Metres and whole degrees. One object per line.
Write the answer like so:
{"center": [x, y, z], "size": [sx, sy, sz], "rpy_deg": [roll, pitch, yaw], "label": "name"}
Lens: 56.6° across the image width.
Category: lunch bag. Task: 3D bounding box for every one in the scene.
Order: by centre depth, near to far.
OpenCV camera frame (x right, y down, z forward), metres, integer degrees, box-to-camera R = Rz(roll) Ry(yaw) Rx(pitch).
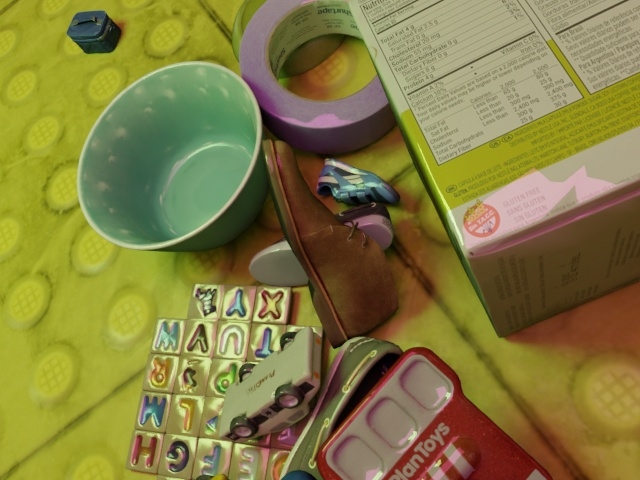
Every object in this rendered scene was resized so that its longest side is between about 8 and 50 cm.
{"center": [-0.465, -0.431, 1.220], "size": [0.098, 0.065, 0.067], "rpy_deg": [3, 71, 21], "label": "lunch bag"}

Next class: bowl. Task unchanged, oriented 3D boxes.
{"center": [-0.203, -0.107, 0.943], "size": [0.311, 0.163, 0.312], "rpy_deg": [-7, 68, 18], "label": "bowl"}

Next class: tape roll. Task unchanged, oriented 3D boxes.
{"center": [0.014, -0.280, 0.945], "size": [0.274, 0.090, 0.275], "rpy_deg": [-2, 72, 7], "label": "tape roll"}

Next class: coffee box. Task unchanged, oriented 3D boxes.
{"center": [0.275, -0.134, 0.682], "size": [0.337, 0.337, 0.335], "rpy_deg": [-25, 62, 10], "label": "coffee box"}

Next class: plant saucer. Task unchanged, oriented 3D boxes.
{"center": [-0.060, -0.407, 1.082], "size": [0.240, 0.037, 0.241], "rpy_deg": [-7, 67, 17], "label": "plant saucer"}

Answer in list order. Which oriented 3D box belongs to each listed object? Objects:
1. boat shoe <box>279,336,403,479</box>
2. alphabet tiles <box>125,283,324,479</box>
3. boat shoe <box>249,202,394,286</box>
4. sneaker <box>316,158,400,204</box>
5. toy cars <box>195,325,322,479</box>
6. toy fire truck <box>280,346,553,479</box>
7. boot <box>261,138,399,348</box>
{"center": [0.029, 0.266, 0.732], "size": [0.109, 0.091, 0.305], "rpy_deg": [25, 74, -17], "label": "boat shoe"}
{"center": [-0.142, 0.231, 0.866], "size": [0.284, 0.011, 0.343], "rpy_deg": [1, 72, 20], "label": "alphabet tiles"}
{"center": [0.000, 0.000, 0.881], "size": [0.228, 0.080, 0.076], "rpy_deg": [-23, 34, 22], "label": "boat shoe"}
{"center": [0.055, -0.076, 0.901], "size": [0.144, 0.053, 0.059], "rpy_deg": [23, 78, 35], "label": "sneaker"}
{"center": [-0.102, 0.290, 0.770], "size": [0.394, 0.087, 0.176], "rpy_deg": [-59, 24, -7], "label": "toy cars"}
{"center": [0.092, 0.299, 0.632], "size": [0.254, 0.169, 0.302], "rpy_deg": [43, 86, 9], "label": "toy fire truck"}
{"center": [0.012, -0.006, 0.782], "size": [0.115, 0.306, 0.112], "rpy_deg": [-23, 25, 3], "label": "boot"}
